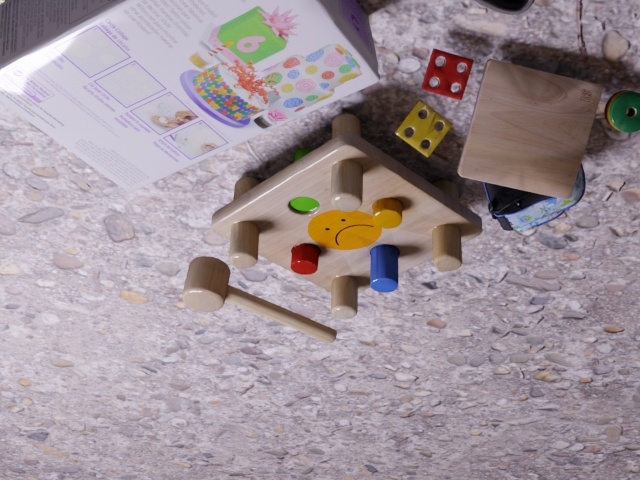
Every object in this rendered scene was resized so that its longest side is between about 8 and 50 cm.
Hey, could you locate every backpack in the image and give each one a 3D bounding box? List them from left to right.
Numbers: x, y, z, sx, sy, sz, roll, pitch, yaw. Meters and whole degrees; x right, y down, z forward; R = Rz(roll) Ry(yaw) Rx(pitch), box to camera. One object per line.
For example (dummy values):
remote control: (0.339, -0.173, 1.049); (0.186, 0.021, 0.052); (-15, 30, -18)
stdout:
backpack: (0.259, -0.072, 1.181); (0.114, 0.105, 0.084); (-21, 149, 20)

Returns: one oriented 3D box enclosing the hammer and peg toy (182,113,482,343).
hammer and peg toy: (0.000, 0.000, 1.286); (0.266, 0.127, 0.361); (28, 138, -34)

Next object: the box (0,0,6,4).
box: (-0.309, -0.251, 1.018); (0.190, 0.045, 0.184); (18, 139, -21)

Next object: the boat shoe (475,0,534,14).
boat shoe: (0.089, -0.318, 0.842); (0.335, 0.095, 0.112); (31, 137, -34)

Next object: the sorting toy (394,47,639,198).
sorting toy: (0.221, -0.128, 1.101); (0.274, 0.046, 0.132); (11, 103, -8)

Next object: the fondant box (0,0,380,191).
fondant box: (-0.140, -0.194, 0.992); (0.330, 0.096, 0.238); (-20, 146, 22)
